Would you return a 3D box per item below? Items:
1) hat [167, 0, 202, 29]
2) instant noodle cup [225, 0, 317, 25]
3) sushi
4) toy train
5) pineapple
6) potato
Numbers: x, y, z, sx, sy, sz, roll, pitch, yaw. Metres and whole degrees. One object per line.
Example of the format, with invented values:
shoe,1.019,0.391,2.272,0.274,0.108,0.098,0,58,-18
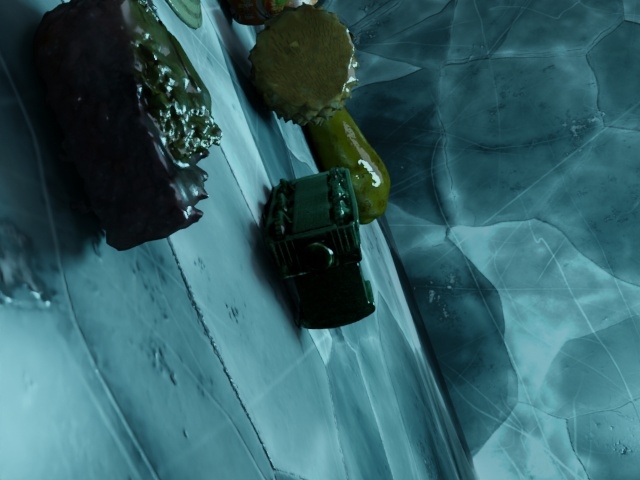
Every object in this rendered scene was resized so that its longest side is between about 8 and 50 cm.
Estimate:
hat,-0.197,-0.457,1.041,0.252,0.110,0.252,-22,90,-79
instant noodle cup,-0.111,-0.559,1.376,0.250,0.250,0.192,-99,172,-51
sushi,-0.155,-0.113,0.551,0.161,0.108,0.241,58,14,-30
toy train,0.000,0.000,1.063,0.330,0.139,0.178,-91,166,-70
pineapple,-0.037,-0.335,1.415,0.357,0.223,0.222,-129,-164,-85
potato,0.068,-0.219,1.800,0.195,0.176,0.369,-35,100,-52
